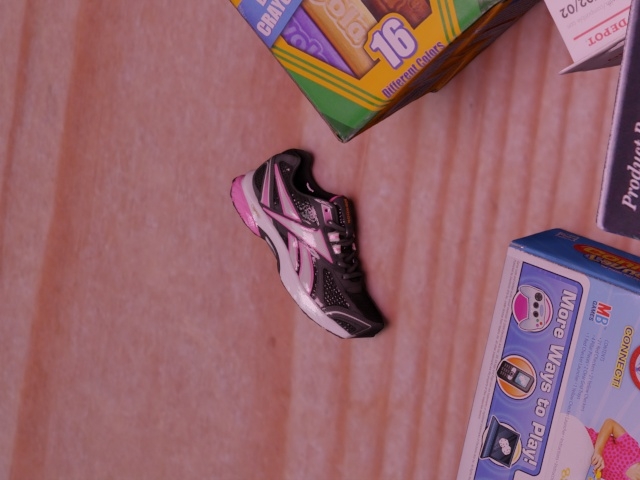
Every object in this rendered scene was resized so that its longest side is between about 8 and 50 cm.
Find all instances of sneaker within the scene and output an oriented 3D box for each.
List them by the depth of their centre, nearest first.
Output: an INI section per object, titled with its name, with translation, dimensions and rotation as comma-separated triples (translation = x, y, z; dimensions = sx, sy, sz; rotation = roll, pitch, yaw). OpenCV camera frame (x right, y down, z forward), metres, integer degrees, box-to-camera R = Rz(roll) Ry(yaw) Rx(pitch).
[sneaker]
translation = 0.000, 0.000, 1.522
dimensions = 0.077, 0.072, 0.178
rotation = -40, 81, 22

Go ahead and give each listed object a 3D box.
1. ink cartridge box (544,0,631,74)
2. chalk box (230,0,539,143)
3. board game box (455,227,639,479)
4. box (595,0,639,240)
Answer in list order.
[ink cartridge box]
translation = 0.229, -0.168, 1.261
dimensions = 0.104, 0.181, 0.061
rotation = -30, 82, 34
[chalk box]
translation = 0.022, -0.253, 1.364
dimensions = 0.179, 0.180, 0.289
rotation = -39, 87, 33
[board game box]
translation = 0.256, 0.183, 1.368
dimensions = 0.302, 0.086, 0.308
rotation = 22, 110, 29
[box]
translation = 0.412, -0.078, 1.085
dimensions = 0.395, 0.293, 0.212
rotation = 17, 108, 31
